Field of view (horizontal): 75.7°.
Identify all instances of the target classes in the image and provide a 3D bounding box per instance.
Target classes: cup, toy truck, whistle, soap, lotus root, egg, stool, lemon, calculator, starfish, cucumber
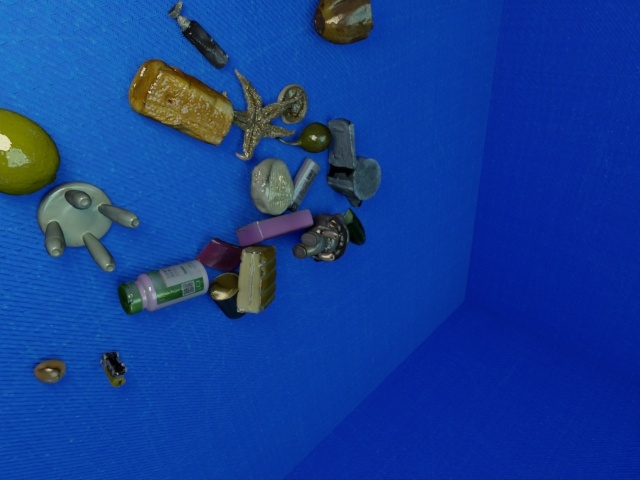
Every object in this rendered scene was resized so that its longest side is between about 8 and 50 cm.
[{"bbox_3d":[-0.348,0.213,1.651,0.177,0.131,0.155,-58,149,-36],"label":"cup"},{"bbox_3d":[-0.698,0.433,1.387,0.052,0.123,0.063,1,116,-47],"label":"toy truck"},{"bbox_3d":[0.120,-0.330,1.810,0.188,0.168,0.405,-52,135,-14],"label":"whistle"},{"bbox_3d":[-0.181,-0.051,1.624,0.259,0.181,0.081,-20,93,-41],"label":"soap"},{"bbox_3d":[0.066,-0.814,1.480,0.179,0.188,0.199,-22,129,-21],"label":"lotus root"},{"bbox_3d":[-0.833,0.402,1.267,0.083,0.071,0.071,21,95,-32],"label":"egg"},{"bbox_3d":[-0.638,-0.044,1.130,0.195,0.198,0.195,31,86,-52],"label":"stool"},{"bbox_3d":[-0.728,-0.209,0.956,0.184,0.184,0.248,-51,140,-13],"label":"lemon"},{"bbox_3d":[-0.373,0.060,1.570,0.127,0.034,0.190,-48,143,13],"label":"calculator"},{"bbox_3d":[-0.216,-0.442,1.468,0.302,0.060,0.300,-13,114,-36],"label":"starfish"},{"bbox_3d":[0.184,-0.050,2.116,0.115,0.063,0.244,-54,141,-9],"label":"cucumber"}]

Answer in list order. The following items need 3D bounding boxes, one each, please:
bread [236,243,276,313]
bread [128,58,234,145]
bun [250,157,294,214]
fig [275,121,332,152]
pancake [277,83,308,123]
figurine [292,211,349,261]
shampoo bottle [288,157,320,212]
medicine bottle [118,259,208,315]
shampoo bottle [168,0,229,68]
[{"bbox_3d":[-0.243,0.137,1.581,0.246,0.110,0.240,-52,145,-80],"label":"bread"},{"bbox_3d":[-0.402,-0.407,1.231,0.294,0.132,0.167,16,100,-51],"label":"bread"},{"bbox_3d":[-0.194,-0.209,1.561,0.220,0.134,0.221,-14,105,-62],"label":"bun"},{"bbox_3d":[-0.067,-0.399,1.625,0.236,0.124,0.124,-14,121,-26],"label":"fig"},{"bbox_3d":[-0.103,-0.519,1.573,0.151,0.025,0.152,-23,125,-38],"label":"pancake"},{"bbox_3d":[0.000,0.000,1.792,0.380,0.203,0.249,-23,128,-69],"label":"figurine"},{"bbox_3d":[-0.082,-0.230,1.731,0.086,0.055,0.228,32,86,-52],"label":"shampoo bottle"},{"bbox_3d":[-0.533,0.162,1.405,0.274,0.133,0.134,-18,124,-41],"label":"medicine bottle"},{"bbox_3d":[-0.360,-0.606,1.225,0.064,0.057,0.207,-58,141,-5],"label":"shampoo bottle"}]
